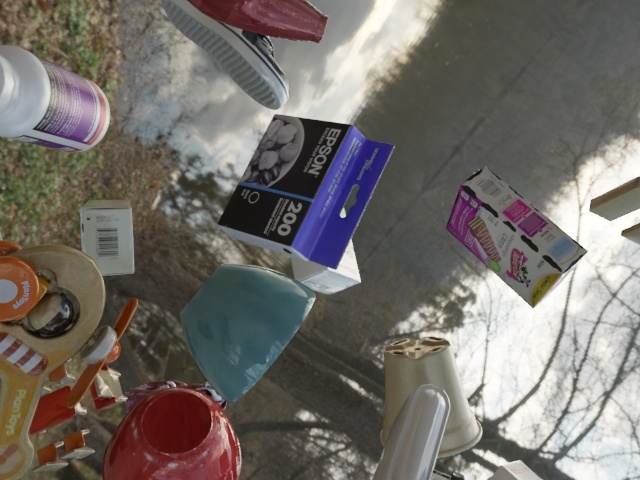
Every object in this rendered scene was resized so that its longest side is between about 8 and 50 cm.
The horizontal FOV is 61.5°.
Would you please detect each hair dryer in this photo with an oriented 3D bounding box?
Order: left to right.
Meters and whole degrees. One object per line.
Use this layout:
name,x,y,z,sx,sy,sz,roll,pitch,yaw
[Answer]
hair dryer,-0.098,-0.300,0.631,0.293,0.223,0.080,7,109,-51

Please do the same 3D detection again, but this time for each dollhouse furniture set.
dollhouse furniture set,-0.641,0.410,1.352,0.259,0.262,0.135,-25,159,0
dollhouse furniture set,0.590,-0.089,0.978,0.144,0.151,0.123,131,-19,-67

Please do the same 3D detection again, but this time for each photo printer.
photo printer,0.210,0.510,1.289,0.307,0.107,0.256,-56,166,-45

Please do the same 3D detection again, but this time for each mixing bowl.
mixing bowl,-0.188,0.259,0.692,0.181,0.181,0.098,-44,156,-46

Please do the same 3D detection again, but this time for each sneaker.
sneaker,-0.147,-0.380,0.984,0.127,0.321,0.126,-41,167,-16

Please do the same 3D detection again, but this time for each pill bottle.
pill bottle,-0.606,-0.296,1.139,0.181,0.181,0.323,-49,174,6

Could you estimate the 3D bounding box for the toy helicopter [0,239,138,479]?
toy helicopter,-0.408,0.181,0.783,0.140,0.235,0.355,19,-87,56

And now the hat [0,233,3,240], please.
hat,-0.917,-0.022,1.301,0.183,0.173,0.208,-27,129,-12

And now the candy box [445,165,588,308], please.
candy box,0.348,-0.003,0.991,0.071,0.233,0.159,-36,155,-17

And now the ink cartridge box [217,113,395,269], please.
ink cartridge box,-0.026,-0.080,0.781,0.045,0.208,0.206,45,66,-54

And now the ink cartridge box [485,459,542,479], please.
ink cartridge box,0.418,0.583,1.057,0.168,0.233,0.171,-54,143,6

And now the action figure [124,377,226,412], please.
action figure,-0.396,0.487,1.587,0.370,0.275,0.248,-12,-168,28

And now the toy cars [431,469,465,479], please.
toy cars,0.341,0.710,1.314,0.087,0.393,0.176,10,128,-51

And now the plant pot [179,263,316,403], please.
plant pot,-0.176,0.162,1.126,0.290,0.195,0.290,-50,-174,7

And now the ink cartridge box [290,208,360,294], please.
ink cartridge box,0.000,0.000,1.554,0.115,0.273,0.198,-24,155,26

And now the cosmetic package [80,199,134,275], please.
cosmetic package,-0.528,-0.016,1.341,0.309,0.113,0.160,-157,-114,-69

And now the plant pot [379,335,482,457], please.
plant pot,0.339,0.491,1.767,0.334,0.305,0.334,-9,-175,1
